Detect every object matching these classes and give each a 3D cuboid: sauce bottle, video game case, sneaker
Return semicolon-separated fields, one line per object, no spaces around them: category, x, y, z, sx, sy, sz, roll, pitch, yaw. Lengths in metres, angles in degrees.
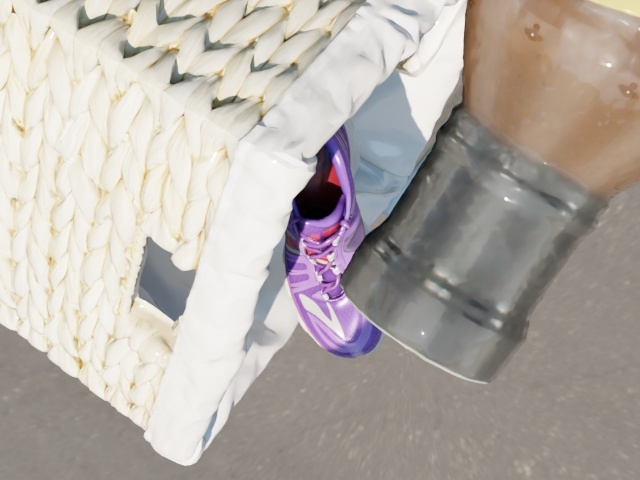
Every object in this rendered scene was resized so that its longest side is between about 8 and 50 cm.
sauce bottle;0.126;-0.107;0.420;0.111;0.111;0.344;32;100;6
video game case;0.146;-0.133;1.269;0.023;0.193;0.212;36;114;-4
sneaker;0.000;0.000;0.759;0.068;0.071;0.169;-11;107;9

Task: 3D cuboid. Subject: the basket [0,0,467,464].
basket;-0.071;-0.106;0.765;0.266;0.328;0.331;34;53;8
